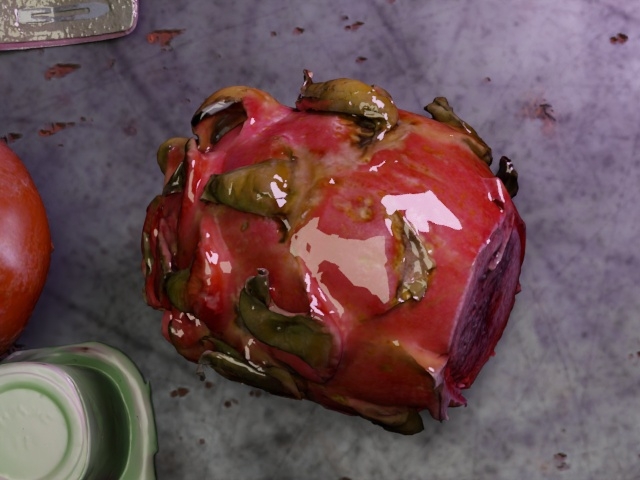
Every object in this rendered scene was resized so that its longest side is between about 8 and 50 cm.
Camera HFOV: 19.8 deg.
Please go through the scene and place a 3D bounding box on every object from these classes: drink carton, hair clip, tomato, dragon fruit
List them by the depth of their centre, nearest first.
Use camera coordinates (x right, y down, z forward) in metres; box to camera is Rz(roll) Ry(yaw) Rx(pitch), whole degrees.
[{"bbox_3d":[0.000,0.000,1.370,0.291,0.250,0.269,20,80,23],"label":"dragon fruit"},{"bbox_3d":[-0.325,0.003,1.415,0.232,0.188,0.232,-4,76,18],"label":"tomato"},{"bbox_3d":[-0.214,0.148,1.419,0.146,0.142,0.144,-9,82,7],"label":"drink carton"},{"bbox_3d":[-0.217,-0.189,1.518,0.137,0.022,0.054,-6,84,5],"label":"hair clip"}]
